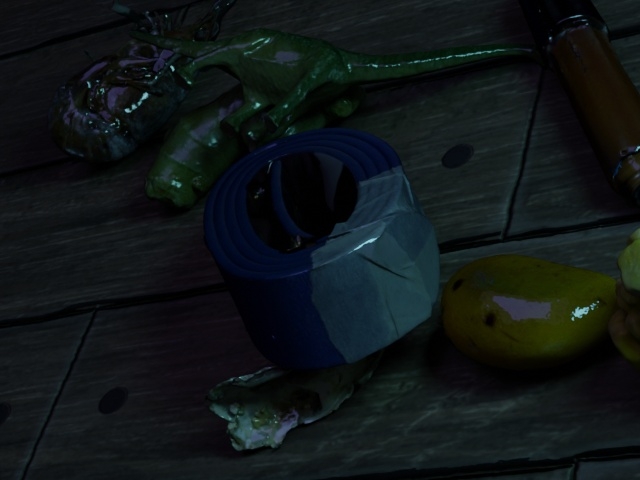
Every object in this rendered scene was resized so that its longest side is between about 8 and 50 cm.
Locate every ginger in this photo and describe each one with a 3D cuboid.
[{"bbox_3d":[-0.080,-0.129,1.977,0.290,0.089,0.137,-18,64,14],"label":"ginger"}]

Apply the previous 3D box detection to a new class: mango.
[{"bbox_3d":[0.188,0.067,1.536,0.178,0.090,0.115,11,48,36],"label":"mango"}]

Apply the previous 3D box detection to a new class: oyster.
[{"bbox_3d":[-0.016,0.139,1.639,0.200,0.106,0.061,-11,26,-4],"label":"oyster"}]

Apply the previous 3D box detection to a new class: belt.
[{"bbox_3d":[0.000,0.000,1.685,0.212,0.117,0.347,-22,23,-1],"label":"belt"}]

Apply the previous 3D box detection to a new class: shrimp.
[{"bbox_3d":[-0.217,-0.232,2.178,0.145,0.116,0.343,33,68,28],"label":"shrimp"}]

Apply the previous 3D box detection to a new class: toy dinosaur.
[{"bbox_3d":[0.005,-0.221,1.906,0.447,0.087,0.301,33,63,32],"label":"toy dinosaur"}]

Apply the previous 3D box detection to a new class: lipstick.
[{"bbox_3d":[0.278,-0.172,1.741,0.077,0.077,0.418,-28,38,11],"label":"lipstick"}]

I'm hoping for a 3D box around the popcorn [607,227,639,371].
[{"bbox_3d":[0.327,0.038,1.395,0.194,0.163,0.140,-29,18,29],"label":"popcorn"}]
